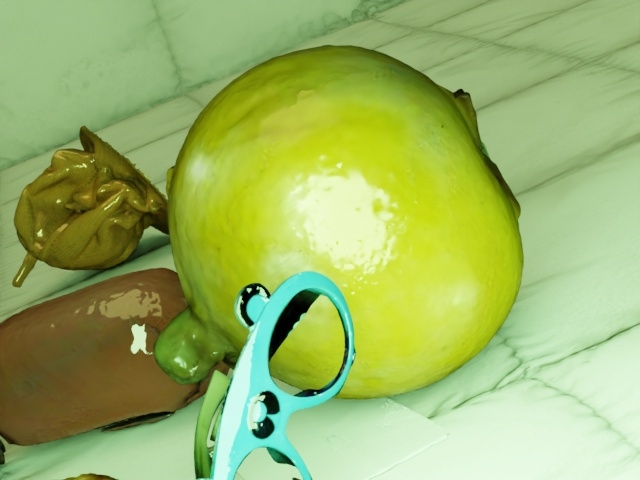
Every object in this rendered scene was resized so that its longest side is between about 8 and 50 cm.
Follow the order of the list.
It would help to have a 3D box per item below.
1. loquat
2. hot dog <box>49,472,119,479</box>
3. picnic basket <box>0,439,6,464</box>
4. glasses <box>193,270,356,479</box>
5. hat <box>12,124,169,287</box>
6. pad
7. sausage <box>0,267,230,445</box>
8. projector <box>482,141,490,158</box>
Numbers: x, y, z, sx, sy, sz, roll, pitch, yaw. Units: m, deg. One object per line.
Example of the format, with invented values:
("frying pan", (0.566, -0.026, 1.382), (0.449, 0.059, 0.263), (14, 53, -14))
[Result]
("loquat", (0.000, 0.000, 1.313), (0.359, 0.328, 0.328), (-38, 16, -2))
("hot dog", (-0.238, 0.266, 1.074), (0.272, 0.122, 0.196), (-26, 10, -21))
("picnic basket", (-0.479, 0.191, 1.545), (0.297, 0.222, 0.129), (-2, 41, 53))
("glasses", (-0.044, 0.147, 1.151), (0.102, 0.239, 0.207), (16, -14, -4))
("hat", (-0.359, -0.008, 2.174), (0.233, 0.233, 0.244), (-44, 51, -15))
("pad", (0.001, 0.175, 1.282), (0.156, 0.004, 0.232), (-26, 15, -16))
("sausage", (-0.220, 0.121, 1.506), (0.279, 0.152, 0.152), (-17, 15, 15))
("projector", (0.061, -0.038, 1.783), (0.269, 0.088, 0.193), (-26, 14, -18))
